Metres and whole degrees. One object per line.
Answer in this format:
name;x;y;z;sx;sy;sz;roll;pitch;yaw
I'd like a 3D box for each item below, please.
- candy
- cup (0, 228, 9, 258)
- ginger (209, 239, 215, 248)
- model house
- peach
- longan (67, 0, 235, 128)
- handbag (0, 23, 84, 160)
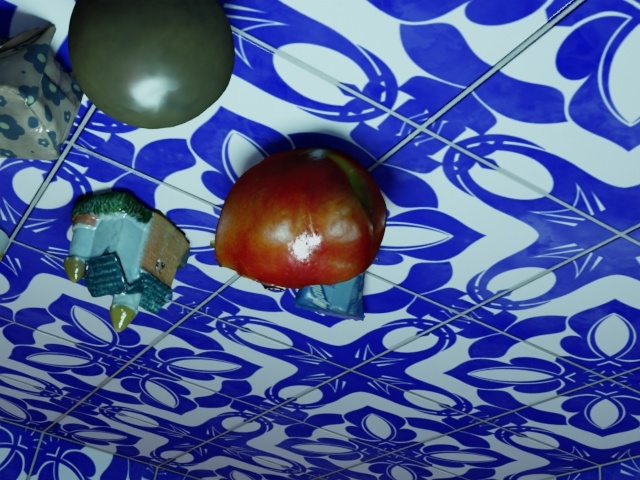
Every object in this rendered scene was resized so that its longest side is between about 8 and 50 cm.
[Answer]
candy;0.031;0.100;1.993;0.187;0.077;0.331;13;146;5
cup;-0.840;0.051;1.999;0.185;0.226;0.241;30;151;-31
ginger;-0.178;0.004;1.924;0.137;0.044;0.057;10;120;-12
model house;-0.434;0.067;1.864;0.184;0.291;0.253;-14;142;25
peach;-0.050;-0.024;1.612;0.338;0.281;0.281;-30;133;29
longan;-0.252;-0.290;1.290;0.258;0.258;0.258;7;149;4
handbag;-0.542;-0.257;1.454;0.251;0.193;0.190;4;143;13
